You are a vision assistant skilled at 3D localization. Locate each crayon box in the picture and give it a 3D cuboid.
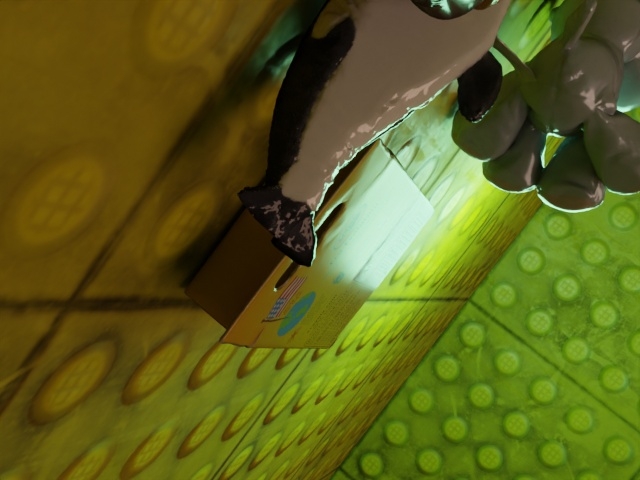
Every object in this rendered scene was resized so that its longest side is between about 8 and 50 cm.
[{"bbox_3d":[0.000,0.000,0.755,0.202,0.081,0.318,-52,164,2],"label":"crayon box"}]

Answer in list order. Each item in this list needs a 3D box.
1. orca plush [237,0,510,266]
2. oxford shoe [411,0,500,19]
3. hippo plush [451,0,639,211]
[{"bbox_3d":[0.037,-0.116,0.574,0.102,0.151,0.287,6,-109,66],"label":"orca plush"},{"bbox_3d":[-0.004,-0.170,0.371,0.132,0.130,0.363,-37,162,17],"label":"oxford shoe"},{"bbox_3d":[0.297,-0.205,0.995,0.294,0.234,0.237,53,49,-31],"label":"hippo plush"}]
